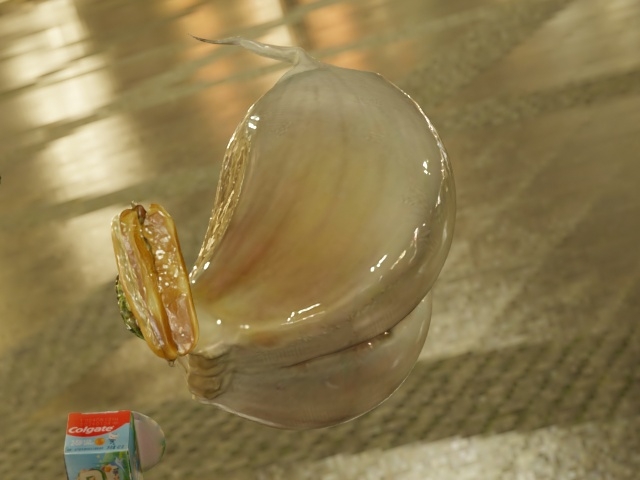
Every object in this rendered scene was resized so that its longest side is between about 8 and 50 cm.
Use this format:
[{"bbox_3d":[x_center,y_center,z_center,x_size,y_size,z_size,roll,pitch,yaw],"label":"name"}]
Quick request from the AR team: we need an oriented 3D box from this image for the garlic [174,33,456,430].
[{"bbox_3d":[0.000,0.000,1.488,0.246,0.231,0.340,-2,56,9],"label":"garlic"}]

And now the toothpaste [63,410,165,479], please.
[{"bbox_3d":[-0.150,0.214,1.321,0.070,0.193,0.044,-3,40,0],"label":"toothpaste"}]

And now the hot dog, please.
[{"bbox_3d":[-0.130,0.034,1.314,0.056,0.133,0.041,-14,-1,-24],"label":"hot dog"}]
